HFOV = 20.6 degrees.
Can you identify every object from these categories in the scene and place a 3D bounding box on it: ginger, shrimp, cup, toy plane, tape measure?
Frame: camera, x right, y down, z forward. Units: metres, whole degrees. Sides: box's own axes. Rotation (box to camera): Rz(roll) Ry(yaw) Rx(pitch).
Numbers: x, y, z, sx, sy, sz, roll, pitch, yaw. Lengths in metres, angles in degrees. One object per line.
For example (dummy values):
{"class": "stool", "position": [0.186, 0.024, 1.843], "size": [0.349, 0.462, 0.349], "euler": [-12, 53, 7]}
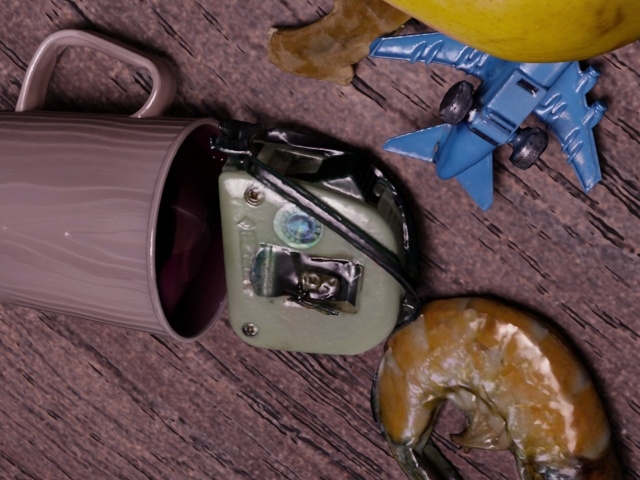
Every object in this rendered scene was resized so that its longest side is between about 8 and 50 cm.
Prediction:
{"class": "ginger", "position": [0.045, -0.233, 1.629], "size": [0.131, 0.086, 0.294], "euler": [36, 135, -22]}
{"class": "shrimp", "position": [0.202, 0.259, 1.847], "size": [0.272, 0.085, 0.445], "euler": [-15, 108, 37]}
{"class": "cup", "position": [-0.233, -0.052, 1.787], "size": [0.273, 0.208, 0.288], "euler": [7, 122, 23]}
{"class": "toy plane", "position": [0.178, -0.142, 1.607], "size": [0.254, 0.105, 0.271], "euler": [31, 132, -12]}
{"class": "tape measure", "position": [0.000, 0.000, 1.753], "size": [0.207, 0.115, 0.235], "euler": [5, 120, 14]}

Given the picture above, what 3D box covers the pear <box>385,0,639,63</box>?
{"class": "pear", "position": [0.164, -0.290, 1.424], "size": [0.336, 0.285, 0.285], "euler": [29, 128, 25]}
